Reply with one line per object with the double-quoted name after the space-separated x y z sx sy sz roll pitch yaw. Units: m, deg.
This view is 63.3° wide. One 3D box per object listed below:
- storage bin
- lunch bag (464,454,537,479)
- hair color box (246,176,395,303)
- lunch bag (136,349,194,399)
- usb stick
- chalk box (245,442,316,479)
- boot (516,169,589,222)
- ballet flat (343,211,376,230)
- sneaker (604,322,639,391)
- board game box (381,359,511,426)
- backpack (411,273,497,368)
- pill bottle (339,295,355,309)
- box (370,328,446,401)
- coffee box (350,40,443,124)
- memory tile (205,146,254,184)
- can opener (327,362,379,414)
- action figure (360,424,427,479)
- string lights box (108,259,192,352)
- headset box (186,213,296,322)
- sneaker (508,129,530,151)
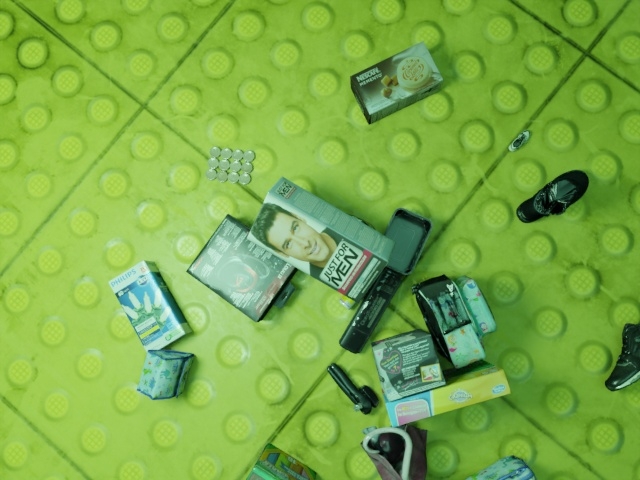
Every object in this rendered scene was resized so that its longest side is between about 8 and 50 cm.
0.246 0.005 1.564 0.122 0.084 0.180 25 86 6 "storage bin"
0.491 0.693 1.438 0.219 0.176 0.090 -28 84 2 "lunch bag"
0.000 0.000 1.475 0.375 0.113 0.185 30 127 1 "hair color box"
-0.448 0.397 1.543 0.096 0.151 0.128 16 87 31 "lunch bag"
0.147 0.211 1.544 0.077 0.045 0.277 28 98 -8 "usb stick"
-0.135 0.713 1.419 0.179 0.289 0.180 30 87 6 "chalk box"
0.695 -0.137 1.486 0.247 0.207 0.094 -30 83 0 "boot"
0.009 -0.058 1.569 0.349 0.123 0.123 20 86 6 "ballet flat"
0.904 0.310 1.499 0.283 0.107 0.124 -40 69 -4 "sneaker"
0.334 0.417 1.441 0.317 0.242 0.064 -17 83 1 "board game box"
0.384 0.223 1.466 0.191 0.225 0.253 -19 88 7 "backpack"
0.098 0.167 1.578 0.043 0.043 0.083 40 88 6 "pill bottle"
0.235 0.339 1.451 0.164 0.247 0.141 -17 82 2 "box"
0.230 -0.483 1.602 0.247 0.098 0.141 -25 84 1 "coffee box"
-0.288 -0.238 1.656 0.148 0.012 0.113 8 85 4 "memory tile"
0.089 0.443 1.555 0.186 0.073 0.059 42 127 9 "can opener"
0.252 0.685 1.419 0.248 0.275 0.369 -11 70 -3 "action figure"
-0.521 0.205 1.597 0.134 0.077 0.259 -32 83 2 "string lights box"
-0.216 0.093 1.571 0.293 0.110 0.218 34 88 6 "headset box"
0.615 -0.307 1.592 0.032 0.037 0.083 41 87 8 "sneaker"
